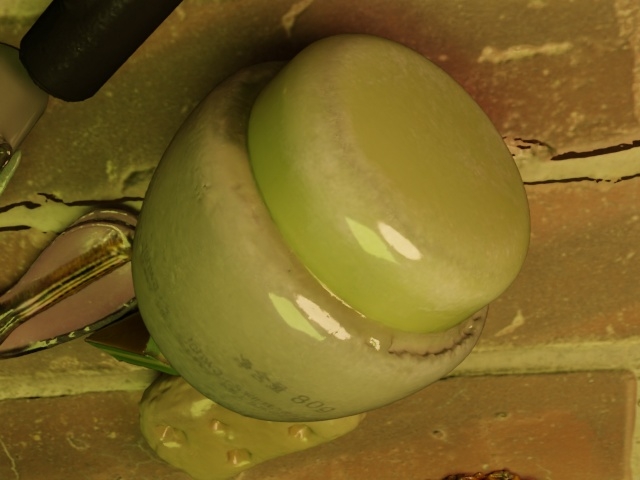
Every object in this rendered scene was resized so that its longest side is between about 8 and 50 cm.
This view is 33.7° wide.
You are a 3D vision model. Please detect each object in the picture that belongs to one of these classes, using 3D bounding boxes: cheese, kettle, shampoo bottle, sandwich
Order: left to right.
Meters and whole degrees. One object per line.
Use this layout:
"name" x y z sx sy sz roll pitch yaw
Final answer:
"kettle" -0.341 -0.117 1.005 0.127 0.148 0.098 23 126 -10
"sandwich" -0.203 0.105 1.230 0.116 0.074 0.074 6 156 41
"cheese" -0.086 0.195 1.243 0.263 0.093 0.159 -22 120 21
"shampoo bottle" 0.000 0.000 0.946 0.322 0.322 0.317 35 128 -18

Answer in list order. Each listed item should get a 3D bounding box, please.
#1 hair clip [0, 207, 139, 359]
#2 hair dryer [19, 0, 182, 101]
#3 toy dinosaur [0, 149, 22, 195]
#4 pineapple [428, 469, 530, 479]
"hair clip" -0.319 0.075 1.203 0.359 0.095 0.110 -30 89 16
"hair dryer" -0.243 -0.230 0.899 0.251 0.089 0.197 14 137 -45
"toy dinosaur" -0.434 0.044 1.140 0.205 0.092 0.393 52 125 24
"pineapple" 0.163 0.394 1.325 0.140 0.164 0.250 38 125 -11
